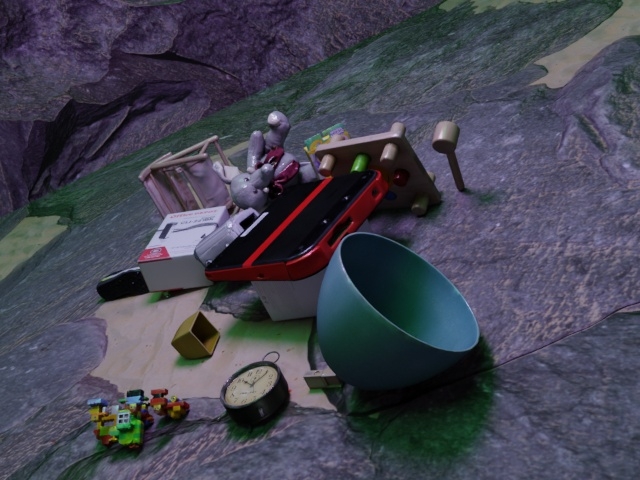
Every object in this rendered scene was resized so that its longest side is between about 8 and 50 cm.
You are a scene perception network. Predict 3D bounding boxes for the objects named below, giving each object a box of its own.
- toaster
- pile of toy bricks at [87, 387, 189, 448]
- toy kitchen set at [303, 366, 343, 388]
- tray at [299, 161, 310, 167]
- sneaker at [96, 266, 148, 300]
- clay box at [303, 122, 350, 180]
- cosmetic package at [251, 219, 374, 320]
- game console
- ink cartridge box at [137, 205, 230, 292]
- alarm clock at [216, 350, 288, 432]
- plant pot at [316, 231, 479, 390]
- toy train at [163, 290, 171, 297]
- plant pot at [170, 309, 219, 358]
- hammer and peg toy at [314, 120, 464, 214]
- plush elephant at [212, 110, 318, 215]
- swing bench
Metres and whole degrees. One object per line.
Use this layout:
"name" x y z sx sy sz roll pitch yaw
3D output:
"toaster" -0.225 0.006 1.864 0.146 0.129 0.227 -37 3 24
"pile of toy bricks" -0.385 0.376 1.424 0.212 0.118 0.105 -10 61 11
"toy kitchen set" 0.011 0.234 1.353 0.075 0.068 0.083 -9 30 30
"tray" -0.075 -0.235 2.286 0.270 0.030 0.145 2 2 44
"sneaker" -0.571 0.108 2.081 0.235 0.084 0.097 -12 28 25
"clay box" 0.043 -0.219 1.989 0.127 0.222 0.053 -28 26 -6
"cosmetic package" -0.004 0.059 1.612 0.225 0.138 0.224 -11 29 30
"game console" -0.048 -0.032 1.619 0.342 0.060 0.386 -8 29 42
"ink cartridge box" -0.379 0.020 2.011 0.197 0.114 0.273 -8 29 13
"alarm clock" -0.122 0.288 1.376 0.129 0.064 0.192 -12 32 27
"plant pot" 0.107 0.154 1.241 0.195 0.290 0.290 -56 14 26
"toy train" -0.432 0.134 1.978 0.017 0.023 0.083 -21 27 9
"plant pot" -0.301 0.229 1.629 0.083 0.081 0.081 -26 24 23
"hammer and peg toy" 0.194 -0.166 1.746 0.361 0.266 0.127 -4 50 35
"plush elephant" -0.166 -0.185 2.081 0.330 0.272 0.255 -43 -1 33
"swing bench" -0.406 -0.165 2.249 0.255 0.253 0.165 -16 27 17
